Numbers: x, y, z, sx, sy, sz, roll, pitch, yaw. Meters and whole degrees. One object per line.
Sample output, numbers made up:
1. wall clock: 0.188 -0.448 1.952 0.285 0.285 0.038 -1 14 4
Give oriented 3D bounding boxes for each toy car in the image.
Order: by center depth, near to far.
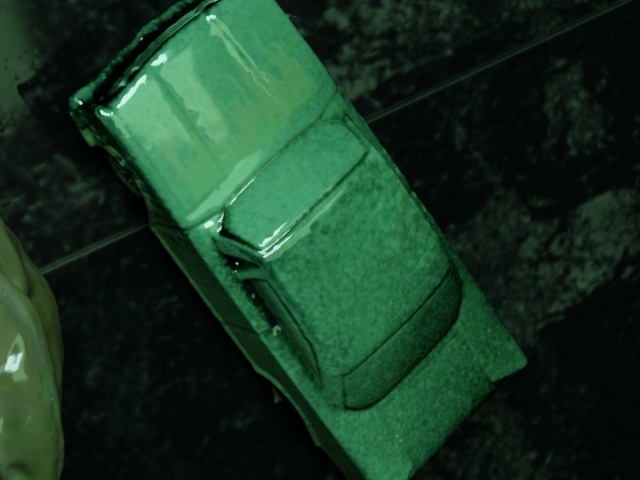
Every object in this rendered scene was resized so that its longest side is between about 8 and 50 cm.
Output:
1. toy car: 0.000 0.000 1.084 0.141 0.097 0.321 -44 117 -16

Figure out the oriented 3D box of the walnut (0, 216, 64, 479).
1. walnut: -0.230 0.074 0.890 0.248 0.248 0.248 -6 103 -28
